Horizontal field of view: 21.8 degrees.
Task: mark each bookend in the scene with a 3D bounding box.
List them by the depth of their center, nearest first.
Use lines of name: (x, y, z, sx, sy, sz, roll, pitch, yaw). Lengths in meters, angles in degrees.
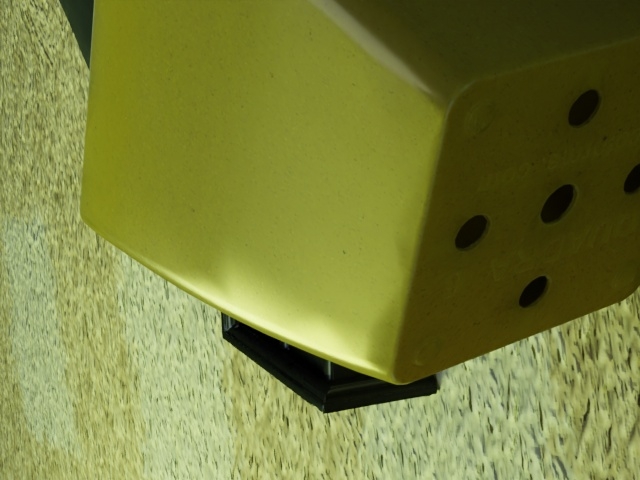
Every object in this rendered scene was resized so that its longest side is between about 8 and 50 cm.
bookend: (0.000, 0.000, 0.966, 0.157, 0.072, 0.156, -151, 56, -62)

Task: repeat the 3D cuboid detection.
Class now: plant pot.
plant pot: (0.041, -0.065, 0.702, 0.187, 0.212, 0.212, 43, 137, 38)

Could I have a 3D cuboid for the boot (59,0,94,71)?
boot: (-0.098, -0.339, 0.970, 0.367, 0.146, 0.445, -61, 43, 38)
